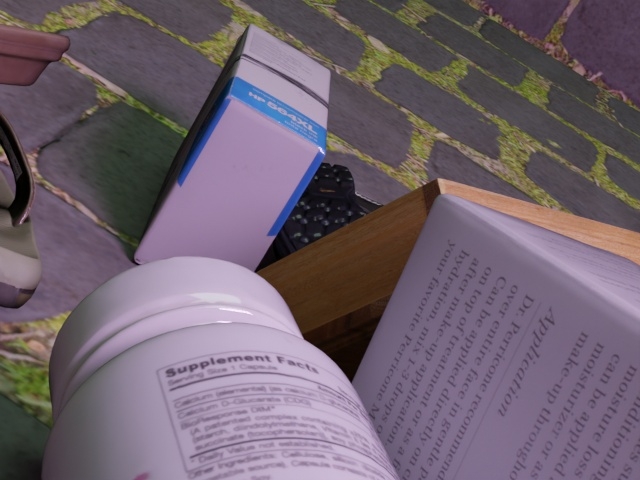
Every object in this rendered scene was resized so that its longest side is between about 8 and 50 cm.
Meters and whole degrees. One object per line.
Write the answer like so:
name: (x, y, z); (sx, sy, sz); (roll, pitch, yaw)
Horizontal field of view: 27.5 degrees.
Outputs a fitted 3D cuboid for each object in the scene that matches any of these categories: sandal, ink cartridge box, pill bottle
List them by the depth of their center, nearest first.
pill bottle: (-0.038, 0.138, 0.582); (0.160, 0.160, 0.283); (20, 24, -29)
sandal: (-0.222, -0.047, 0.802); (0.120, 0.086, 0.303); (18, 10, -32)
ink cartridge box: (-0.062, -0.064, 1.011); (0.085, 0.148, 0.203); (28, 22, -9)

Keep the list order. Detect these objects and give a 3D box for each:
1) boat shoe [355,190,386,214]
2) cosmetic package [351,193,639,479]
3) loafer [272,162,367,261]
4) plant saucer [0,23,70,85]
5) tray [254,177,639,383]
boat shoe: (0.080, -0.002, 1.179); (0.219, 0.070, 0.078); (36, 21, 11)
cosmetic package: (0.184, 0.171, 0.597); (0.161, 0.230, 0.453); (17, 13, -34)
loafer: (0.000, 0.000, 1.047); (0.076, 0.078, 0.223); (7, 19, -3)
plant saucer: (-0.306, -0.139, 0.860); (0.277, 0.041, 0.278); (10, 6, -1)
tray: (0.157, 0.061, 0.963); (0.410, 0.202, 0.076); (13, 61, -41)
